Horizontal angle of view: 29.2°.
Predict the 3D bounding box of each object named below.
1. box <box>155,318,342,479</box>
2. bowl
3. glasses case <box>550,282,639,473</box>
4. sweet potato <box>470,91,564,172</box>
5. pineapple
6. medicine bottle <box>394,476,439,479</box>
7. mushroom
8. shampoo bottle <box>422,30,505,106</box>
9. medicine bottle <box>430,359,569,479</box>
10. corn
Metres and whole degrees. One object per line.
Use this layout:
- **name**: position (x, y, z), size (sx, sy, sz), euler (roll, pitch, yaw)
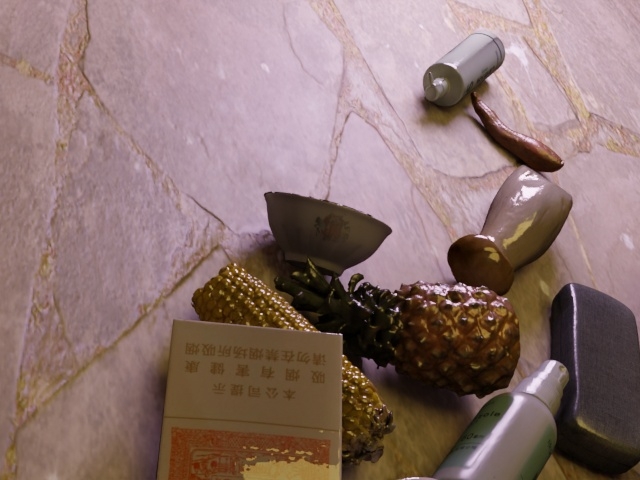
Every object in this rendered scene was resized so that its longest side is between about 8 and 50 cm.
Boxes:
- **box**: position (-0.079, 0.257, 1.347), size (0.205, 0.051, 0.365), euler (6, 53, -6)
- **bowl**: position (0.000, 0.000, 1.710), size (0.189, 0.189, 0.086), euler (18, 81, -19)
- **glasses case**: position (0.410, 0.199, 1.824), size (0.131, 0.074, 0.323), euler (26, 39, -11)
- **sweet potato**: position (0.346, -0.189, 2.216), size (0.214, 0.050, 0.050), euler (39, 38, 12)
- **pineapple**: position (0.091, 0.112, 1.642), size (0.340, 0.169, 0.169), euler (12, 42, -13)
- **medicine bottle**: position (0.114, 0.408, 1.316), size (0.165, 0.165, 0.273), euler (7, 46, -30)
- **mushroom**: position (0.315, -0.025, 1.963), size (0.128, 0.128, 0.350), euler (40, 43, 8)
- **shampoo bottle**: position (0.255, -0.309, 2.246), size (0.085, 0.085, 0.262), euler (39, 38, 7)
- **medicine bottle**: position (0.249, 0.263, 1.611), size (0.110, 0.110, 0.352), euler (40, 38, 7)
- **corn**: position (-0.032, 0.153, 1.531), size (0.318, 0.115, 0.115), euler (45, 39, 15)
